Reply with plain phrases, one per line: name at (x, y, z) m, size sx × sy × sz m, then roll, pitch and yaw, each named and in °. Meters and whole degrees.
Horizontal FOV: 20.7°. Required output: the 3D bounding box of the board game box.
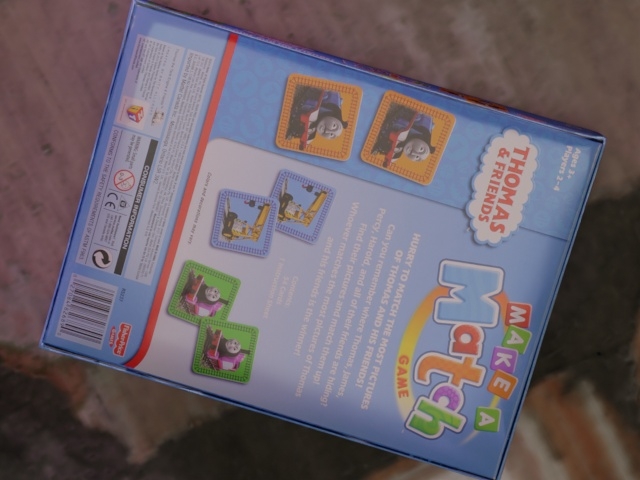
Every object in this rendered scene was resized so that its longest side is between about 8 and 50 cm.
board game box at (0.000, 0.000, 0.771) m, size 0.211 × 0.039 × 0.160 m, roll 17°, pitch 99°, yaw 2°
